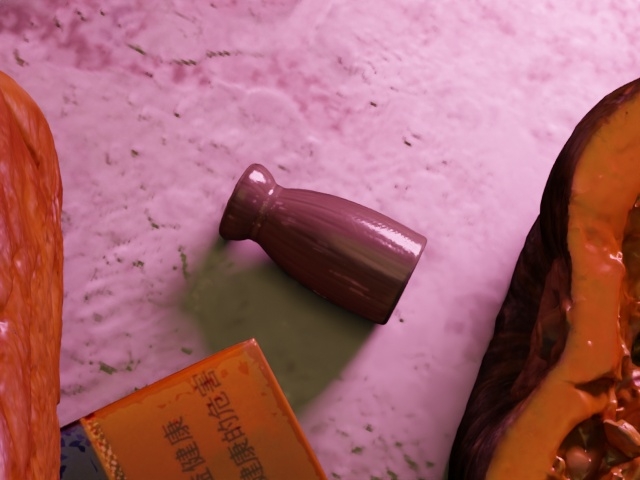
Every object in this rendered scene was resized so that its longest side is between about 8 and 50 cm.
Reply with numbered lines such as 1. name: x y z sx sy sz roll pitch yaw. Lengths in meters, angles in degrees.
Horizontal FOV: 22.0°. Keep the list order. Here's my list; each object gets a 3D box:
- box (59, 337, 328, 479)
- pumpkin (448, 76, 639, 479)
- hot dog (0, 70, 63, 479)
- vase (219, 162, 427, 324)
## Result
1. box: -0.105 0.165 0.779 0.237 0.070 0.152 -26 80 -14
2. pumpkin: 0.193 0.078 0.815 0.221 0.139 0.317 20 71 0
3. hot dog: -0.205 0.062 0.653 0.185 0.223 0.405 -7 53 0
4. vase: 0.000 0.000 0.851 0.100 0.053 0.053 26 72 3
